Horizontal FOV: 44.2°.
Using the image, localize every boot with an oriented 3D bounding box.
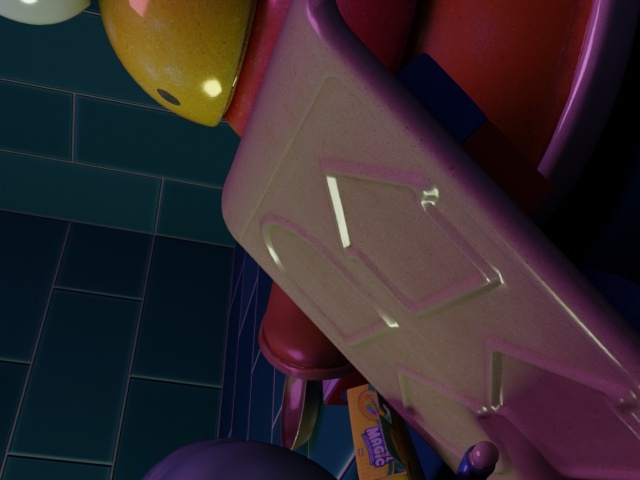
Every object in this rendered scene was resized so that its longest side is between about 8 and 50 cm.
[{"bbox_3d":[0.000,0.000,0.856,0.283,0.109,0.220,-83,1,-66],"label":"boot"}]

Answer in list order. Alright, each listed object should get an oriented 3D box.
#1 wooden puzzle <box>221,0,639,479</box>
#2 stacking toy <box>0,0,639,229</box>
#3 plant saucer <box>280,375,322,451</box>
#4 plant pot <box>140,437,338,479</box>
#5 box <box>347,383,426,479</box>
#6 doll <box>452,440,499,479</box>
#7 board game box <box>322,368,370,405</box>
[{"bbox_3d":[0.079,0.040,0.480,0.080,0.348,0.322,-38,-3,-20],"label":"wooden puzzle"},{"bbox_3d":[-0.044,-0.186,0.609,0.350,0.480,0.351,-170,90,-79],"label":"stacking toy"},{"bbox_3d":[-0.030,0.261,1.332,0.198,0.036,0.199,-171,90,-79],"label":"plant saucer"},{"bbox_3d":[-0.051,0.351,0.831,0.196,0.293,0.293,-22,55,46],"label":"plant pot"},{"bbox_3d":[0.064,0.201,0.670,0.105,0.043,0.179,-97,-10,-56],"label":"box"},{"bbox_3d":[0.073,0.172,0.425,0.189,0.046,0.129,119,177,-84],"label":"doll"},{"bbox_3d":[0.067,0.021,0.923,0.316,0.064,0.242,114,158,-53],"label":"board game box"}]
